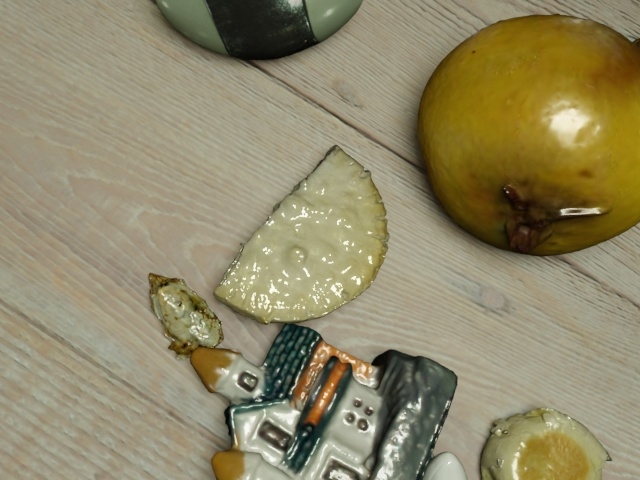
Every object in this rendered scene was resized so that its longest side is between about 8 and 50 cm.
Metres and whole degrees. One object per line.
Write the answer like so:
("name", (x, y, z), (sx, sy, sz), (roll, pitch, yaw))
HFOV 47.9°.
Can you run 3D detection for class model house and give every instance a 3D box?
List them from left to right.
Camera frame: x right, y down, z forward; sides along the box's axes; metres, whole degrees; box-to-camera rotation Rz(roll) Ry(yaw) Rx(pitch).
("model house", (-0.030, 0.212, 0.877), (0.300, 0.190, 0.271), (29, 75, 1))

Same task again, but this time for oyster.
("oyster", (-0.181, 0.097, 0.966), (0.086, 0.029, 0.132), (-12, 75, -17))

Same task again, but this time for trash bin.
("trash bin", (-0.091, -0.468, 0.995), (0.280, 0.280, 0.432), (-3, 74, -9))

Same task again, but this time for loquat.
("loquat", (0.293, -0.155, 0.949), (0.328, 0.328, 0.359), (20, 61, -3))

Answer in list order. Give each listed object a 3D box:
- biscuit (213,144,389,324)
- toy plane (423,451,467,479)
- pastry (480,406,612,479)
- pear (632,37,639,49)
("biscuit", (0.000, 0.000, 0.962), (0.179, 0.084, 0.281), (29, 65, 10))
("toy plane", (0.138, 0.345, 0.876), (0.251, 0.101, 0.255), (-9, 119, -15))
("pastry", (0.293, 0.304, 0.951), (0.165, 0.088, 0.166), (2, 77, -9))
("pear", (0.509, -0.205, 1.045), (0.211, 0.228, 0.188), (35, 118, 17))
